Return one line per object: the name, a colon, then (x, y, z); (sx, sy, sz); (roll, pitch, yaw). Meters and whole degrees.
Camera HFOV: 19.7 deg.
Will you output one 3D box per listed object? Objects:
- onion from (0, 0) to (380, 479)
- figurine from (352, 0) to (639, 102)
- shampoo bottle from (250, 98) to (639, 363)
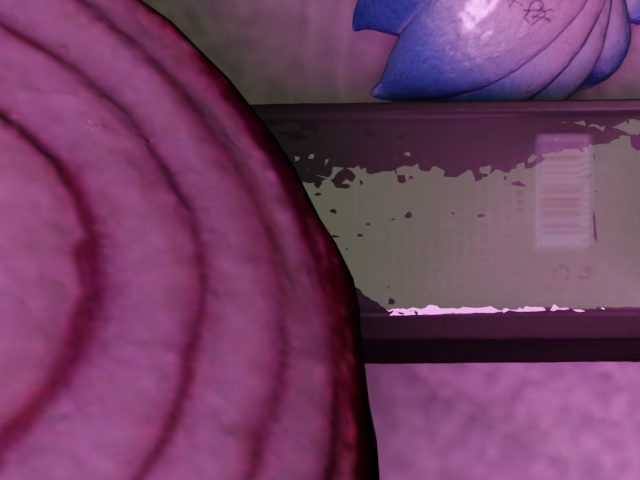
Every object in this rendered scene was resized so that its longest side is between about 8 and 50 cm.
onion: (-0.139, 0.076, 0.476); (0.282, 0.260, 0.337); (-15, 63, -27)
figurine: (0.057, -0.085, 0.643); (0.114, 0.079, 0.114); (-5, 109, -15)
shampoo bottle: (0.000, 0.000, 0.623); (0.246, 0.079, 0.080); (0, 77, 4)
